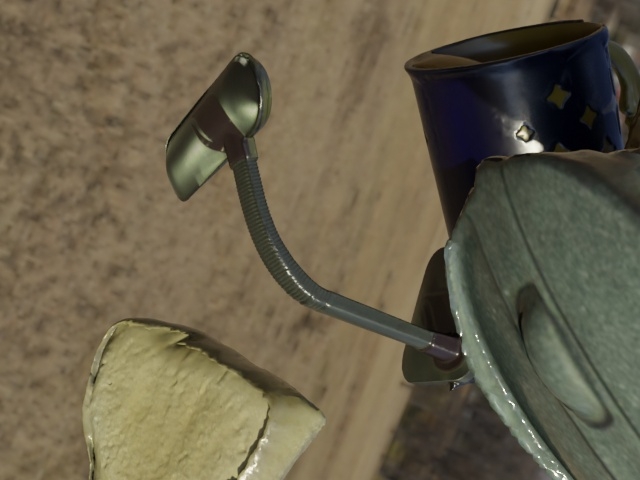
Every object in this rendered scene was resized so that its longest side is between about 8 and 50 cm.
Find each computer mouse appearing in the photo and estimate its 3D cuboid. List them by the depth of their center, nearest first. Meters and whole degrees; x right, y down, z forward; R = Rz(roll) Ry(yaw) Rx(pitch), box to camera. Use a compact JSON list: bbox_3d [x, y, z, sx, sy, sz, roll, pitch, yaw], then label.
[{"bbox_3d":[0.204,0.101,0.594,0.114,0.374,0.203,-59,-176,-21],"label":"computer mouse"}]

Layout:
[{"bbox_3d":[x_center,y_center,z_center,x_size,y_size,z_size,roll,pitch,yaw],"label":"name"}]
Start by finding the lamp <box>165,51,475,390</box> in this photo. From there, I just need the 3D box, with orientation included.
[{"bbox_3d":[-0.005,0.005,1.077,0.124,0.283,0.203,-60,-163,-18],"label":"lamp"}]

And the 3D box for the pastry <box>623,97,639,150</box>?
[{"bbox_3d":[0.297,-0.025,1.047,0.329,0.136,0.330,15,90,-71],"label":"pastry"}]

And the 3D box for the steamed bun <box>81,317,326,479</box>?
[{"bbox_3d":[-0.106,0.183,1.116,0.110,0.231,0.212,24,91,-45],"label":"steamed bun"}]

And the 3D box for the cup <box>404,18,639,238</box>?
[{"bbox_3d":[0.225,-0.064,1.249,0.178,0.255,0.256,-148,-138,-70],"label":"cup"}]
